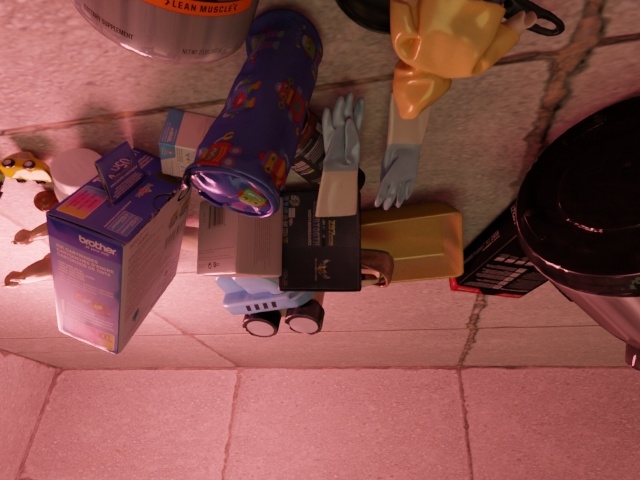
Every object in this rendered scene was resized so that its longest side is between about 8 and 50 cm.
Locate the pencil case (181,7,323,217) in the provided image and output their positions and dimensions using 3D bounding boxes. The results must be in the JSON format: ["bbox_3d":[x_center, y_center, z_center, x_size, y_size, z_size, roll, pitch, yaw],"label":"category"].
[{"bbox_3d":[-0.085,-0.175,0.560,0.133,0.305,0.119,-5,150,35],"label":"pencil case"}]

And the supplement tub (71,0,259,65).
[{"bbox_3d":[-0.122,-0.352,0.353,0.207,0.207,0.338,15,148,-19],"label":"supplement tub"}]

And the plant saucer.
[{"bbox_3d":[0.198,0.008,1.060,0.333,0.080,0.332,-7,149,16],"label":"plant saucer"}]

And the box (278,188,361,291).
[{"bbox_3d":[0.000,0.000,0.910,0.184,0.232,0.059,0,175,12],"label":"box"}]

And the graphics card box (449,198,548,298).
[{"bbox_3d":[0.530,0.038,1.070,0.233,0.094,0.371,7,150,-7],"label":"graphics card box"}]

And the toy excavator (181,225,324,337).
[{"bbox_3d":[-0.233,0.064,1.115,0.433,0.222,0.445,-11,133,24],"label":"toy excavator"}]

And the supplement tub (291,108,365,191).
[{"bbox_3d":[0.003,-0.157,0.772,0.106,0.106,0.198,-21,142,34],"label":"supplement tub"}]

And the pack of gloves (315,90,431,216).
[{"bbox_3d":[0.088,-0.159,0.738,0.195,0.046,0.231,-4,122,-13],"label":"pack of gloves"}]

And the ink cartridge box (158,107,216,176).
[{"bbox_3d":[-0.224,-0.176,0.774,0.143,0.089,0.092,10,149,-10],"label":"ink cartridge box"}]

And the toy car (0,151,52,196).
[{"bbox_3d":[-0.727,-0.160,0.880,0.239,0.053,0.225,24,144,-30],"label":"toy car"}]

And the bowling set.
[{"bbox_3d":[-0.686,-0.022,1.034,0.154,0.287,0.199,-16,102,17],"label":"bowling set"}]

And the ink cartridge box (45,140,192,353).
[{"bbox_3d":[-0.398,-0.001,0.828,0.151,0.270,0.395,24,127,-5],"label":"ink cartridge box"}]

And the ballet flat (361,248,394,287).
[{"bbox_3d":[0.030,0.064,0.986,0.316,0.106,0.107,5,149,-4],"label":"ballet flat"}]

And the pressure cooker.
[{"bbox_3d":[0.603,0.008,0.700,0.421,0.375,0.370,32,118,-28],"label":"pressure cooker"}]

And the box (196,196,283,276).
[{"bbox_3d":[-0.184,-0.007,0.912,0.119,0.181,0.181,7,170,-42],"label":"box"}]

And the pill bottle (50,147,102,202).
[{"bbox_3d":[-0.516,-0.096,0.902,0.121,0.121,0.221,9,148,-11],"label":"pill bottle"}]

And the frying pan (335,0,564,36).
[{"bbox_3d":[0.168,-0.349,0.486,0.327,0.053,0.197,0,150,2],"label":"frying pan"}]

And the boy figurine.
[{"bbox_3d":[0.168,-0.269,0.494,0.178,0.092,0.285,7,151,-5],"label":"boy figurine"}]
